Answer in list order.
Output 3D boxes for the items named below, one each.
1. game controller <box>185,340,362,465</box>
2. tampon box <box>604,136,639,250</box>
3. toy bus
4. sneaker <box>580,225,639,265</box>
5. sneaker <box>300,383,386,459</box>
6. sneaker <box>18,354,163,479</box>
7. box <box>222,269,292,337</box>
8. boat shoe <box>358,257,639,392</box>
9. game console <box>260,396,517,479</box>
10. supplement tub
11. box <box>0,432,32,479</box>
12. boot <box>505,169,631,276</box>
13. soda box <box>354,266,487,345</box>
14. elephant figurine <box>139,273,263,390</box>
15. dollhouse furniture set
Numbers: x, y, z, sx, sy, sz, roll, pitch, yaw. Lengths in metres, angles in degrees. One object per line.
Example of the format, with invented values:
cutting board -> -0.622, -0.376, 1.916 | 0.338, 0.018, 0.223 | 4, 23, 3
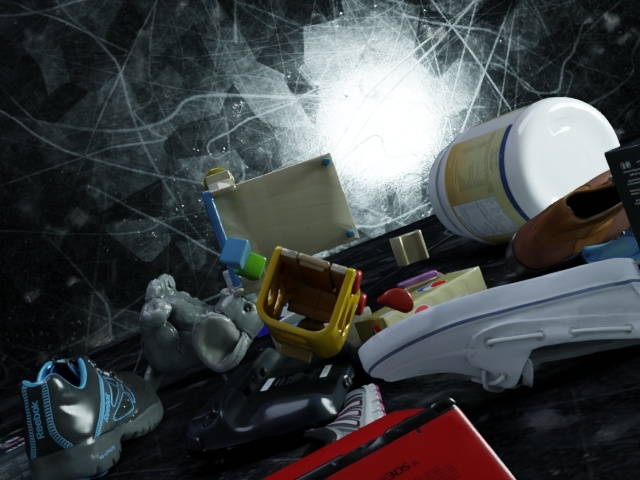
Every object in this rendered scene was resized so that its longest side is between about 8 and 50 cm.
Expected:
game controller -> -0.042, 0.175, 1.092 | 0.166, 0.067, 0.319 | -6, 6, 8
tampon box -> 0.375, -0.037, 0.930 | 0.120, 0.161, 0.101 | -23, 4, -22
toy bus -> -0.012, 0.083, 1.081 | 0.202, 0.104, 0.191 | 30, -18, -32
sneaker -> 0.392, -0.012, 1.174 | 0.162, 0.073, 0.063 | -20, 4, 10
sneaker -> 0.019, 0.161, 0.761 | 0.074, 0.063, 0.170 | -15, 8, 1
sneaker -> -0.294, 0.206, 1.260 | 0.125, 0.140, 0.341 | -17, 4, 2
box -> -0.099, 0.099, 1.830 | 0.126, 0.137, 0.072 | -22, 5, -25
boat shoe -> 0.162, 0.089, 0.841 | 0.258, 0.084, 0.095 | -19, -21, 10
game console -> 0.033, 0.166, 0.616 | 0.144, 0.124, 0.085 | -23, -33, -26
supplement tub -> 0.350, -0.112, 1.707 | 0.228, 0.228, 0.316 | -22, 4, -23
box -> -0.465, 0.320, 1.279 | 0.175, 0.051, 0.220 | -18, 4, 40
boot -> 0.379, -0.066, 1.255 | 0.264, 0.096, 0.280 | -22, -14, -12
soda box -> 0.131, 0.093, 1.185 | 0.181, 0.061, 0.058 | -24, 4, -38
elephant figurine -> -0.168, 0.142, 1.596 | 0.239, 0.186, 0.169 | 5, 44, 6
dollhouse furniture set -> 0.000, 0.000, 1.412 | 0.286, 0.304, 0.198 | -21, 4, -7
